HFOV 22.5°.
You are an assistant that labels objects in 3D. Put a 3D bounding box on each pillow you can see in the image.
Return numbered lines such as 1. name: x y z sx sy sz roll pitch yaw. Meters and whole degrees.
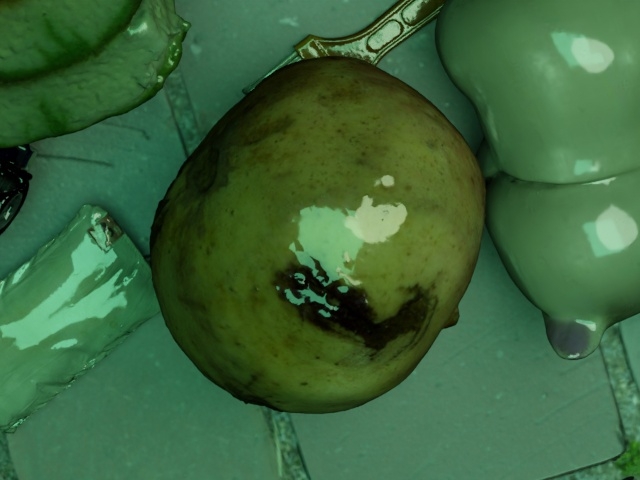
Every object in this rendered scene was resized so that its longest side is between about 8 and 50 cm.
1. pillow: -0.263 0.077 1.563 0.229 0.051 0.128 -40 102 6

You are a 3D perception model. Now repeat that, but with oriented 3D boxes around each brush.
1. brush: 0.073 -0.207 1.543 0.314 0.017 0.090 -38 99 4

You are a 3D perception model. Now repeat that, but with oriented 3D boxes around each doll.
1. doll: 0.235 -0.104 1.466 0.215 0.226 0.370 -18 110 -28

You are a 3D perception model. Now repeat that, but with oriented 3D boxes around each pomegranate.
1. pomegranate: 0.000 0.000 1.428 0.322 0.322 0.322 0 98 0

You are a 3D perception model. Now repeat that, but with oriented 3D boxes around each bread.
1. bread: -0.271 -0.231 1.313 0.382 0.129 0.366 20 133 -32

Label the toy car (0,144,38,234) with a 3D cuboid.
1. toy car: -0.388 -0.020 1.512 0.193 0.118 0.301 32 96 5
